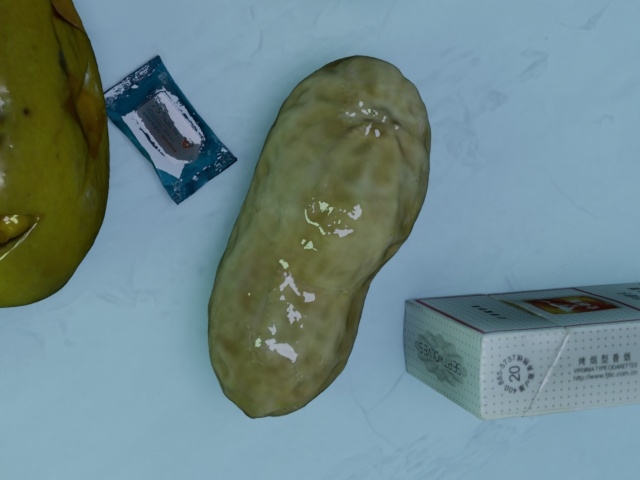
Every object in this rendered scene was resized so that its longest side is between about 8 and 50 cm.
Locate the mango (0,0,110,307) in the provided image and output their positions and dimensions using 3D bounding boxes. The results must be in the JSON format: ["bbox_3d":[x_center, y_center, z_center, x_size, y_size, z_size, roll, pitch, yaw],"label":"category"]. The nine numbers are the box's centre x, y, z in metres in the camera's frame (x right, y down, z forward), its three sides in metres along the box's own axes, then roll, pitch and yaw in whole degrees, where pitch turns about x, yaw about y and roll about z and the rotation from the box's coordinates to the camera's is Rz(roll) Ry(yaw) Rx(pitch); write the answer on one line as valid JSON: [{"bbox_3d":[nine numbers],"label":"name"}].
[{"bbox_3d":[-0.300,-0.120,1.162,0.182,0.253,0.364,-7,92,9],"label":"mango"}]

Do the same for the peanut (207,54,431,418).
[{"bbox_3d":[0.000,0.000,1.296,0.170,0.192,0.387,21,90,-28],"label":"peanut"}]

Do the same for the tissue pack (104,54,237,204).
[{"bbox_3d":[-0.160,-0.113,1.318,0.085,0.028,0.138,-39,102,-12],"label":"tissue pack"}]

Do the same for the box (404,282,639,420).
[{"bbox_3d":[0.281,0.113,1.387,0.330,0.210,0.095,-5,99,-17],"label":"box"}]
